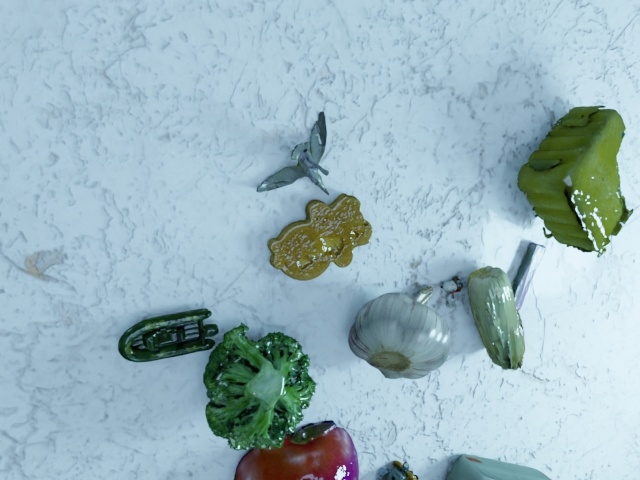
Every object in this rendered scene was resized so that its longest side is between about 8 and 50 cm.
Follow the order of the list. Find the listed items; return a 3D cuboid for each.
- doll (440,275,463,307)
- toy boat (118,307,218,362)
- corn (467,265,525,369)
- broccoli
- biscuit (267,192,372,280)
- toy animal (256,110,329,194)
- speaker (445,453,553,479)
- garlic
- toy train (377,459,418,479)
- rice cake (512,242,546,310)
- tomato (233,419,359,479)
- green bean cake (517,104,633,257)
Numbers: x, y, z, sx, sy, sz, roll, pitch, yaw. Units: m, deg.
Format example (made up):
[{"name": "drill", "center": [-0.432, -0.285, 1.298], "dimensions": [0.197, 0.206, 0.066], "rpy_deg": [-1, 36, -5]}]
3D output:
[{"name": "doll", "center": [0.350, 0.136, 1.410], "dimensions": [0.058, 0.040, 0.085], "rpy_deg": [-23, 110, 1]}, {"name": "toy boat", "center": [-0.327, 0.208, 1.159], "dimensions": [0.210, 0.052, 0.104], "rpy_deg": [-9, 112, -20]}, {"name": "corn", "center": [0.475, 0.210, 1.433], "dimensions": [0.122, 0.123, 0.305], "rpy_deg": [-18, 116, 14]}, {"name": "broccoli", "center": [-0.136, 0.327, 1.186], "dimensions": [0.262, 0.241, 0.269], "rpy_deg": [34, 63, -8]}, {"name": "biscuit", "center": [-0.001, -0.001, 1.228], "dimensions": [0.249, 0.035, 0.184], "rpy_deg": [-34, 115, -7]}, {"name": "toy animal", "center": [-0.022, -0.143, 1.142], "dimensions": [0.219, 0.095, 0.155], "rpy_deg": [-43, 113, -3]}, {"name": "speaker", "center": [0.558, 0.791, 1.631], "dimensions": [0.406, 0.183, 0.184], "rpy_deg": [21, 93, -25]}, {"name": "garlic", "center": [0.215, 0.202, 1.317], "dimensions": [0.245, 0.245, 0.253], "rpy_deg": [56, 46, -26]}, {"name": "toy train", "center": [0.213, 0.726, 1.525], "dimensions": [0.127, 0.089, 0.219], "rpy_deg": [21, 96, -39]}, {"name": "rice cake", "center": [0.566, 0.104, 1.485], "dimensions": [0.047, 0.036, 0.206], "rpy_deg": [16, 101, -17]}, {"name": "tomato", "center": [-0.037, 0.635, 1.346], "dimensions": [0.335, 0.176, 0.289], "rpy_deg": [-5, 110, -21]}, {"name": "green bean cake", "center": [0.650, -0.152, 1.359], "dimensions": [0.285, 0.202, 0.310], "rpy_deg": [-47, 119, -15]}]
